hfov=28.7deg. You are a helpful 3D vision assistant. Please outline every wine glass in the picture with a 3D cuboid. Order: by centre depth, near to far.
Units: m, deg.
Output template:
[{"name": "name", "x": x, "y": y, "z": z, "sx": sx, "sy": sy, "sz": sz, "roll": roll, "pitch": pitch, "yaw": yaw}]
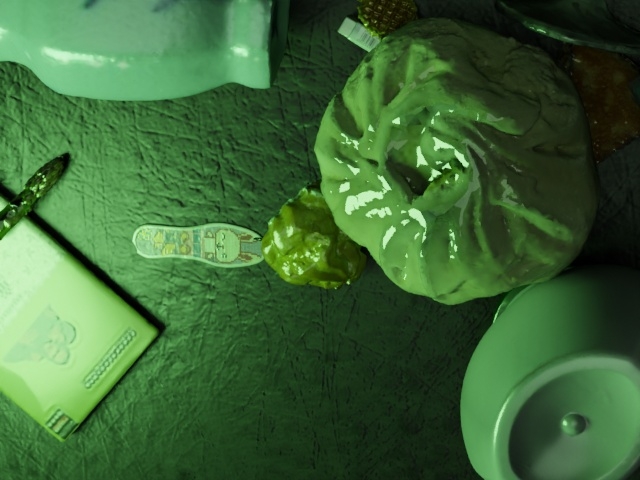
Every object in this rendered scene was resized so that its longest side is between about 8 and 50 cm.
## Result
[{"name": "wine glass", "x": 0.354, "y": -0.436, "z": 1.444, "sx": 0.267, "sy": 0.267, "sz": 0.406, "roll": 19, "pitch": 112, "yaw": 5}]

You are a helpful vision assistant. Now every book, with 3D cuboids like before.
[{"name": "book", "x": -0.437, "y": 0.100, "z": 1.821, "sx": 0.352, "sy": 0.035, "sz": 0.239, "roll": 41, "pitch": 106, "yaw": -1}]

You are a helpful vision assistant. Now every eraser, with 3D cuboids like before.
[{"name": "eraser", "x": 0.083, "y": -0.252, "z": 1.630, "sx": 0.122, "sy": 0.052, "sz": 0.029, "roll": 32, "pitch": 106, "yaw": 1}]

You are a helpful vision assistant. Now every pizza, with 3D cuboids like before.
[{"name": "pizza", "x": 0.342, "y": -0.151, "z": 1.583, "sx": 0.185, "sy": 0.052, "sz": 0.195, "roll": 34, "pitch": 78, "yaw": -6}]

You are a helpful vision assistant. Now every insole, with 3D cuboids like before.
[{"name": "insole", "x": -0.172, "y": 0.004, "z": 1.766, "sx": 0.197, "sy": 0.004, "sz": 0.065, "roll": 5, "pitch": 105, "yaw": 8}]

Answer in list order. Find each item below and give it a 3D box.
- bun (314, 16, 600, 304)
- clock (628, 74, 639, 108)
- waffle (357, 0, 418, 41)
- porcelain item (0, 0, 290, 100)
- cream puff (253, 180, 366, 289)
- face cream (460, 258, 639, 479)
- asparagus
[{"name": "bun", "x": 0.158, "y": -0.085, "z": 1.499, "sx": 0.360, "sy": 0.211, "sz": 0.359, "roll": 7, "pitch": 105, "yaw": 29}, {"name": "clock", "x": 0.540, "y": -0.165, "z": 1.536, "sx": 0.262, "sy": 0.116, "sz": 0.231, "roll": -31, "pitch": 103, "yaw": 7}, {"name": "waffle", "x": 0.088, "y": -0.293, "z": 1.612, "sx": 0.078, "sy": 0.085, "sz": 0.016, "roll": 55, "pitch": 152, "yaw": 13}, {"name": "porcelain item", "x": -0.249, "y": -0.292, "z": 1.584, "sx": 0.405, "sy": 0.242, "sz": 0.178, "roll": 5, "pitch": 124, "yaw": 6}, {"name": "cream puff", "x": 0.001, "y": 0.001, "z": 1.675, "sx": 0.156, "sy": 0.121, "sz": 0.156, "roll": 1, "pitch": 102, "yaw": 4}, {"name": "face cream", "x": 0.307, "y": 0.164, "z": 1.540, "sx": 0.219, "sy": 0.357, "sz": 0.312, "roll": 42, "pitch": 107, "yaw": -3}, {"name": "asparagus", "x": -0.416, "y": -0.059, "z": 1.762, "sx": 0.165, "sy": 0.030, "sz": 0.036, "roll": -47, "pitch": 64, "yaw": -1}]
